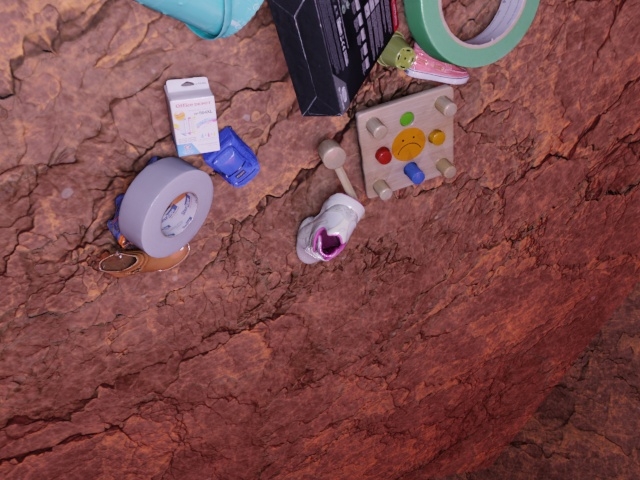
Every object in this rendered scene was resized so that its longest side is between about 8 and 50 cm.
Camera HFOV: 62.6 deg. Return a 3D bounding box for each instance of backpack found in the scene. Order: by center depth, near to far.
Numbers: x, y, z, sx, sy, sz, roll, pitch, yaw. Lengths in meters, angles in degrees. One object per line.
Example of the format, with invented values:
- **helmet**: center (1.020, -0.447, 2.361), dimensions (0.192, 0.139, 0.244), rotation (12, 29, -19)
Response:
- **backpack**: center (-0.201, -0.178, 1.211), dimensions (0.098, 0.101, 0.120), rotation (-34, 136, 11)

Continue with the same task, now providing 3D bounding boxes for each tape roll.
- **tape roll**: center (0.339, -0.551, 1.159), dimensions (0.321, 0.077, 0.321), rotation (-11, 119, -21)
- **tape roll**: center (-0.337, -0.073, 1.165), dimensions (0.219, 0.072, 0.219), rotation (-52, 162, -25)

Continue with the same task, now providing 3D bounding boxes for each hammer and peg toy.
- **hammer and peg toy**: center (0.170, -0.226, 1.337), dimensions (0.361, 0.127, 0.266), rotation (-20, 131, -7)

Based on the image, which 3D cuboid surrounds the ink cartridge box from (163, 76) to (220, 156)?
- **ink cartridge box**: center (-0.272, -0.266, 1.112), dimensions (0.092, 0.090, 0.143), rotation (-13, 130, -17)

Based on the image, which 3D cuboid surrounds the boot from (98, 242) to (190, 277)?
- **boot**: center (-0.411, 0.042, 1.242), dimensions (0.197, 0.073, 0.152), rotation (-23, 176, -6)

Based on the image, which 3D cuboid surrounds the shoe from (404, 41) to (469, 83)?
- **shoe**: center (0.294, -0.433, 1.275), dimensions (0.178, 0.063, 0.081), rotation (1, 129, -20)

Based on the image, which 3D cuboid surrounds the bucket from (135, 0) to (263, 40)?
- **bucket**: center (-0.200, -0.485, 0.865), dimensions (0.183, 0.281, 0.281), rotation (16, 117, -40)

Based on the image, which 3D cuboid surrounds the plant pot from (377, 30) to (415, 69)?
- **plant pot**: center (0.178, -0.431, 1.211), dimensions (0.083, 0.079, 0.083), rotation (-13, 129, -17)

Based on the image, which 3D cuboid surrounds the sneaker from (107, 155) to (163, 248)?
- **sneaker**: center (-0.416, -0.094, 1.182), dimensions (0.221, 0.087, 0.083), rotation (-61, 164, 4)

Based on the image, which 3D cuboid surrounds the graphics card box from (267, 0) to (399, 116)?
- **graphics card box**: center (0.044, -0.428, 0.989), dimensions (0.094, 0.371, 0.233), rotation (6, 138, 24)

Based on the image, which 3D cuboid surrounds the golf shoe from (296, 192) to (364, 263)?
- **golf shoe**: center (0.000, 0.000, 1.362), dimensions (0.115, 0.140, 0.306), rotation (27, 145, -9)
